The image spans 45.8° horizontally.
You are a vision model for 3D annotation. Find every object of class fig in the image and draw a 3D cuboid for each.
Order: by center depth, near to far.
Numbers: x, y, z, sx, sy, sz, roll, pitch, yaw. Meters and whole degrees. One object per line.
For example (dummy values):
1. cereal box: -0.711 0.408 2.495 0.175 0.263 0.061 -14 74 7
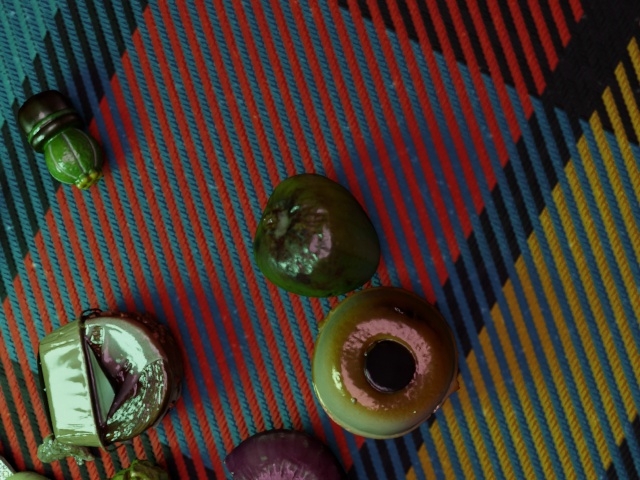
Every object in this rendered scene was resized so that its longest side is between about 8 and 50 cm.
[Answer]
1. fig: 0.000 0.000 1.137 0.191 0.181 0.181 31 93 -21

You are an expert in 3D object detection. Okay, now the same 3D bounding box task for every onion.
1. onion: -0.043 0.387 1.138 0.200 0.200 0.207 -32 54 5

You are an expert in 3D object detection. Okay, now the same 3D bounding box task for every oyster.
1. oyster: -0.424 0.351 1.242 0.083 0.038 0.080 -39 87 4

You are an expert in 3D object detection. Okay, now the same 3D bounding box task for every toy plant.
1. toy plant: -0.412 -0.157 1.219 0.093 0.093 0.162 -34 86 5

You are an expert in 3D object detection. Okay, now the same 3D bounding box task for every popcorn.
1. popcorn: -0.296 0.413 1.185 0.126 0.126 0.145 27 117 14

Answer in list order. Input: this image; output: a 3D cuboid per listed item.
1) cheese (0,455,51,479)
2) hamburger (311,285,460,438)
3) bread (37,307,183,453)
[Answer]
1. cheese: -0.503 0.414 1.246 0.255 0.050 0.127 44 96 7
2. hamburger: 0.094 0.179 1.132 0.237 0.147 0.237 0 82 -3
3. bread: -0.324 0.213 1.181 0.212 0.142 0.224 -13 87 10
